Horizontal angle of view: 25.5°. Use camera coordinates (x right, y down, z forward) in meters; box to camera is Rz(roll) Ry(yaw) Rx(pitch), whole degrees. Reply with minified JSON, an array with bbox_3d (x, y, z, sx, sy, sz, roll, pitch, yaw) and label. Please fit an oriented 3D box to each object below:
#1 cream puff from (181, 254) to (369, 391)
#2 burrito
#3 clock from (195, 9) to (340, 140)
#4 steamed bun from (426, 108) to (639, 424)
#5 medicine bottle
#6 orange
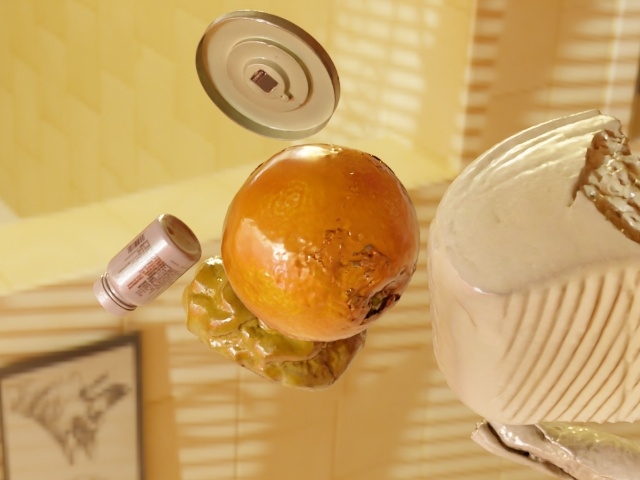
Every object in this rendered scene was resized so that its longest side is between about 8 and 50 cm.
[{"bbox_3d":[-0.049,0.068,2.252,0.291,0.257,0.324,33,-165,39],"label":"cream puff"},{"bbox_3d":[0.368,0.276,1.683,0.392,0.076,0.117,16,177,15],"label":"burrito"},{"bbox_3d":[-0.082,-0.248,2.145,0.235,0.235,0.029,12,-130,18],"label":"clock"},{"bbox_3d":[0.231,0.021,1.441,0.273,0.290,0.272,-4,-137,-6],"label":"steamed bun"},{"bbox_3d":[-0.228,0.035,1.846,0.079,0.140,0.079,42,-159,-20],"label":"medicine bottle"},{"bbox_3d":[0.000,0.000,1.728,0.246,0.246,0.246,3,-154,-1],"label":"orange"}]
